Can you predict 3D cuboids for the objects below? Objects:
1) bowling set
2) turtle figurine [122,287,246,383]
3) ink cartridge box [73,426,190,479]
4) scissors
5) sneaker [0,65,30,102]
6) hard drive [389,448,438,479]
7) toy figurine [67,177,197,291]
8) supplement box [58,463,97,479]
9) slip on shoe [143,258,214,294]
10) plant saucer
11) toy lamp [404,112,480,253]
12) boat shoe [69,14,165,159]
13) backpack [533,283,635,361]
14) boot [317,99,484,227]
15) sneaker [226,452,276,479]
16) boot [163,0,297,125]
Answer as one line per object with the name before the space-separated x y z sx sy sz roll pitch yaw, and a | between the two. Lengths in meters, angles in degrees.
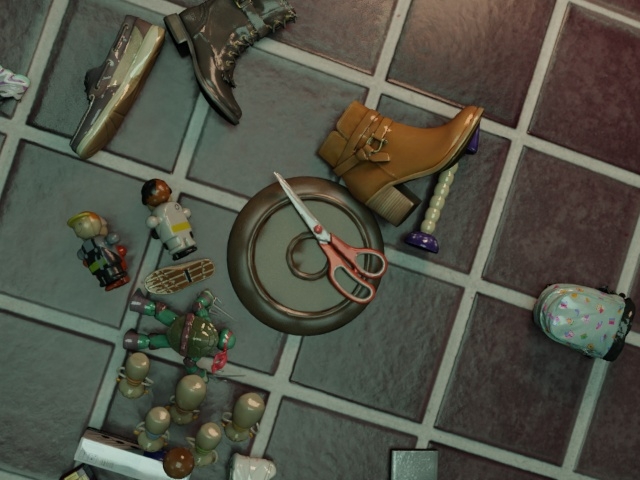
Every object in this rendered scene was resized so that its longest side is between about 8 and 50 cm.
bowling set | -0.259 0.344 1.577 0.287 0.154 0.200 23 49 -4
turtle figurine | -0.239 0.170 1.632 0.234 0.118 0.175 13 77 1
ink cartridge box | -0.341 0.401 1.623 0.207 0.097 0.046 20 87 -8
scissors | 0.000 0.000 1.662 0.297 0.021 0.109 38 86 -8
sneaker | -0.588 -0.283 1.613 0.098 0.038 0.069 22 86 -8
hard drive | 0.182 0.479 1.739 0.094 0.022 0.135 2 90 -9
toy figurine | -0.332 -0.017 1.568 0.213 0.209 0.148 -25 88 -8
supplement box | -0.439 0.462 1.635 0.055 0.043 0.083 -32 94 -6
slip on shoe | -0.264 0.067 1.645 0.135 0.041 0.051 -21 93 -23
plant saucer | -0.023 0.030 1.695 0.310 0.050 0.311 0 89 -9
toy lamp | 0.243 -0.113 1.718 0.080 0.080 0.275 19 87 -8
boat shoe | -0.386 -0.283 1.616 0.092 0.103 0.285 29 82 -2
backpack | 0.516 0.150 1.742 0.182 0.115 0.152 18 90 -5
boot | 0.149 -0.193 1.662 0.220 0.109 0.283 44 110 10
sneaker | -0.125 0.521 1.662 0.115 0.090 0.232 6 90 -12
boot | -0.144 -0.373 1.653 0.229 0.091 0.263 -29 92 -7
